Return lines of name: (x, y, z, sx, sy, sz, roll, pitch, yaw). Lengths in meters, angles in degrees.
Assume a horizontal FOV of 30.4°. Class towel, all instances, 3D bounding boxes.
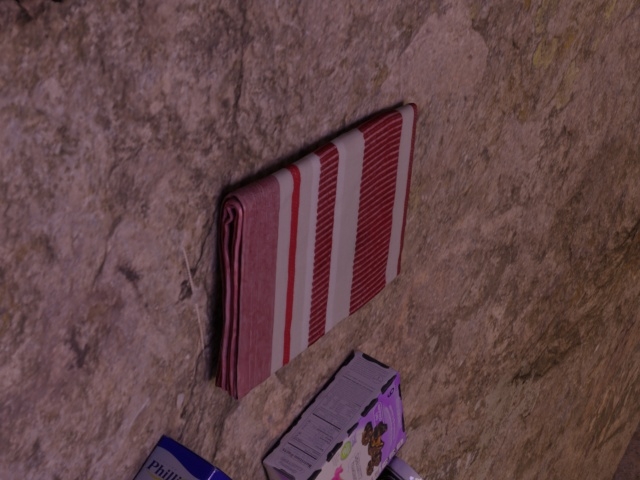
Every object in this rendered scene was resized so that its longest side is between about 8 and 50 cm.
towel: (0.000, 0.000, 1.270, 0.329, 0.037, 0.237, -33, 136, -48)

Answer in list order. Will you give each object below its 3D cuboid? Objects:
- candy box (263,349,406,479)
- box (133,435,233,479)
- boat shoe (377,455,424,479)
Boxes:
candy box: (0.023, 0.265, 1.480, 0.196, 0.070, 0.165, -48, 148, -29)
box: (-0.148, 0.291, 1.207, 0.137, 0.072, 0.126, -57, 152, -15)
boat shoe: (0.091, 0.360, 1.631, 0.076, 0.080, 0.228, -44, 172, -19)
